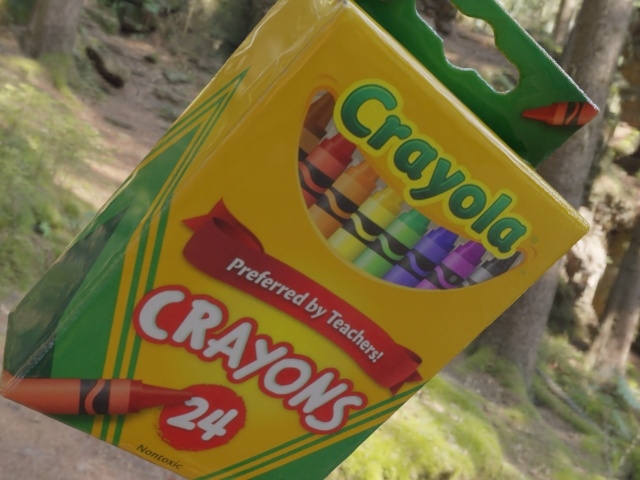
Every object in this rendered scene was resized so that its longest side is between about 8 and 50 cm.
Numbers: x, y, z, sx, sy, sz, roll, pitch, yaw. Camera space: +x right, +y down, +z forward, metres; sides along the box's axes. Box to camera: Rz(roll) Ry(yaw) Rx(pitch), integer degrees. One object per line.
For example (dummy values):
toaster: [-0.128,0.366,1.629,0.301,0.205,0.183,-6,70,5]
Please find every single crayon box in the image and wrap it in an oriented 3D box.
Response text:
crayon box: [0.000,0.000,0.470,0.202,0.318,0.081,34,17,-30]
